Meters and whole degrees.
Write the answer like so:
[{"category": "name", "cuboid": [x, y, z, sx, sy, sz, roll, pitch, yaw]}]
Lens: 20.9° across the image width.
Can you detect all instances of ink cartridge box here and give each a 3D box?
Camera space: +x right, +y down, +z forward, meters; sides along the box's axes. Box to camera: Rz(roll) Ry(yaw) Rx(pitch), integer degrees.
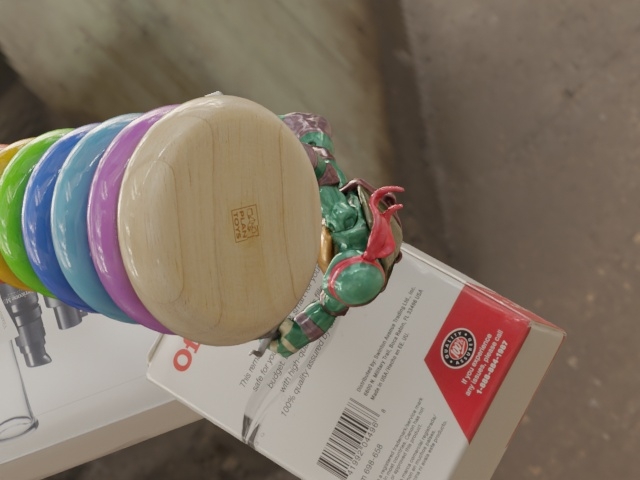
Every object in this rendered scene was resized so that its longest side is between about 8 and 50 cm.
[{"category": "ink cartridge box", "cuboid": [0.025, 0.091, 1.388, 0.272, 0.114, 0.197, 30, 94, 23]}]

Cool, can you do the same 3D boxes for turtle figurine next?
[{"category": "turtle figurine", "cuboid": [0.000, 0.000, 1.217, 0.234, 0.118, 0.175, -99, 13, -67]}]

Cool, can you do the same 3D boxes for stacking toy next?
[{"category": "stacking toy", "cuboid": [-0.157, -0.011, 1.068, 0.330, 0.141, 0.141, 0, 54, 45]}]

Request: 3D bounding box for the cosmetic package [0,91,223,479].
[{"category": "cosmetic package", "cuboid": [-0.220, 0.056, 1.671, 0.377, 0.097, 0.284, -21, 70, 5]}]
